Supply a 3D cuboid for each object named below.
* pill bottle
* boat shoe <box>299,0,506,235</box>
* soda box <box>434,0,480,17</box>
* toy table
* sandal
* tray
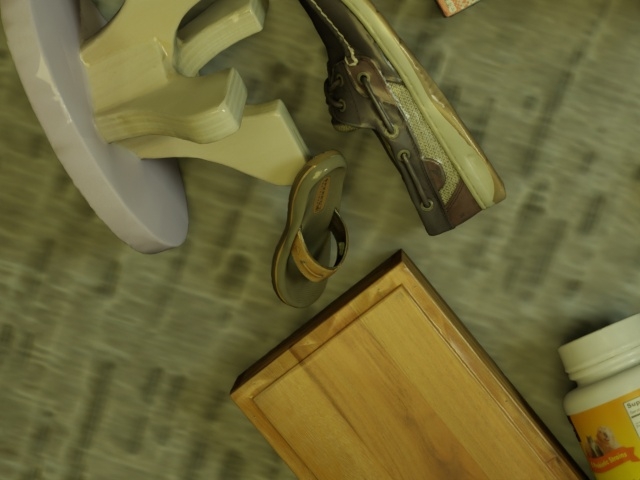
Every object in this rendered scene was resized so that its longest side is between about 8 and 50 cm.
[{"bbox_3d":[0.292,0.177,1.115,0.117,0.117,0.215,-25,81,7],"label":"pill bottle"},{"bbox_3d":[0.049,-0.126,1.101,0.092,0.103,0.285,-39,101,4],"label":"boat shoe"},{"bbox_3d":[0.093,-0.287,1.092,0.063,0.058,0.183,-27,98,7],"label":"soda box"},{"bbox_3d":[-0.127,-0.131,1.053,0.161,0.252,0.274,-19,131,16],"label":"toy table"},{"bbox_3d":[0.000,0.000,1.103,0.049,0.072,0.180,37,138,24],"label":"sandal"},{"bbox_3d":[0.125,0.232,1.170,0.203,0.076,0.411,-38,96,9],"label":"tray"}]
